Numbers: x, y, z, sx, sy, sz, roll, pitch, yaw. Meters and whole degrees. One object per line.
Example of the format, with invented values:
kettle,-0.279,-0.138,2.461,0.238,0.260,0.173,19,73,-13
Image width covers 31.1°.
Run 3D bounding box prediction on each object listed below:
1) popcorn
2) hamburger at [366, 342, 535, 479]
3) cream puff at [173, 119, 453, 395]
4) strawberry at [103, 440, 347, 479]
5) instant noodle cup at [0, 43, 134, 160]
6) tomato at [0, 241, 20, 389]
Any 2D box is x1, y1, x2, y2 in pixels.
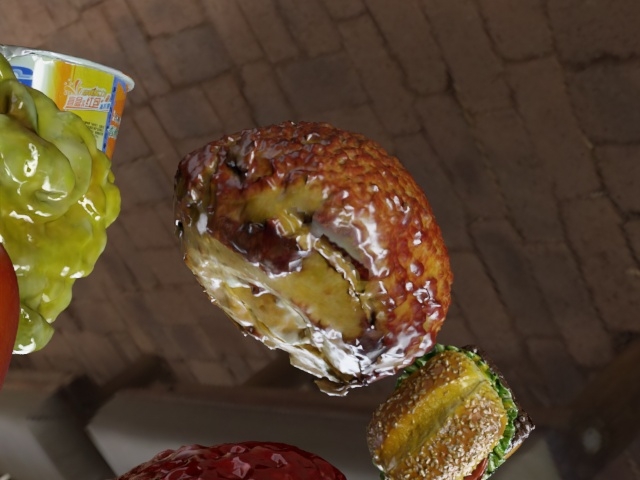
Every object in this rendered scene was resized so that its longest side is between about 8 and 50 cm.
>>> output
popcorn,-0.314,-0.028,1.057,0.242,0.250,0.235,35,133,-22
hamburger,0.112,0.182,1.125,0.166,0.087,0.137,-44,60,20
cream puff,0.002,0.000,1.270,0.350,0.228,0.350,33,159,14
strawberry,-0.095,0.295,0.829,0.292,0.310,0.291,167,90,-86
instant noodle cup,-0.386,-0.116,1.455,0.296,0.296,0.214,2,86,53
tomato,-0.357,0.091,0.847,0.298,0.298,0.226,39,172,24
